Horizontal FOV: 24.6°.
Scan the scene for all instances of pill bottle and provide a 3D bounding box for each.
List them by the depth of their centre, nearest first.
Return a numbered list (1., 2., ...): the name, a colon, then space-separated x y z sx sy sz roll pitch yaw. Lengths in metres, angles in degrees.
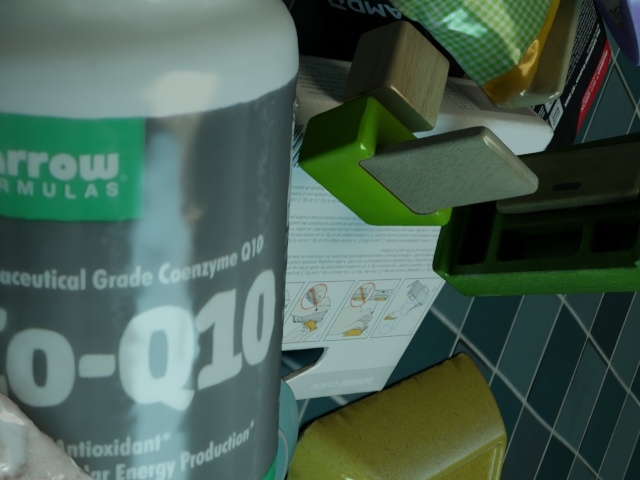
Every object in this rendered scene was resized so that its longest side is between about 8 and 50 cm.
1. pill bottle: -0.115 -0.027 0.721 0.204 0.204 0.361 -29 128 -52

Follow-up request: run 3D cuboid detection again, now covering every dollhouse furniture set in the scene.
1. dollhouse furniture set: 0.129 -0.140 0.914 0.197 0.151 0.301 38 57 -40

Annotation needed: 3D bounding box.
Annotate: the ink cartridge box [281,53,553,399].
1. ink cartridge box: 0.000 0.000 1.032 0.296 0.066 0.261 1 129 -50

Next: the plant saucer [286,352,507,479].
1. plant saucer: 0.072 0.299 1.348 0.332 0.081 0.333 -15 117 -58

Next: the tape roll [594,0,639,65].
1. tape roll: 0.228 -0.226 1.054 0.189 0.080 0.189 -23 90 -85

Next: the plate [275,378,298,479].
1. plate: -0.074 0.180 1.043 0.188 0.024 0.188 -35 142 -33

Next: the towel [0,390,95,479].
1. towel: -0.263 0.128 0.525 0.317 0.053 0.332 49 56 -18

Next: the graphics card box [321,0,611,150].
1. graphics card box: 0.130 -0.179 1.191 0.233 0.094 0.371 -62 150 -19
